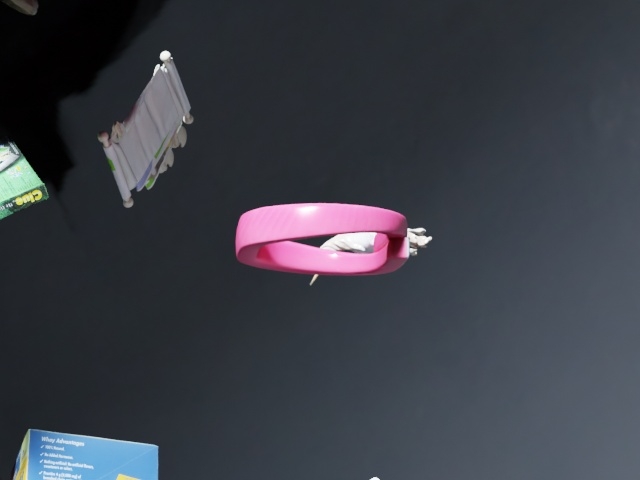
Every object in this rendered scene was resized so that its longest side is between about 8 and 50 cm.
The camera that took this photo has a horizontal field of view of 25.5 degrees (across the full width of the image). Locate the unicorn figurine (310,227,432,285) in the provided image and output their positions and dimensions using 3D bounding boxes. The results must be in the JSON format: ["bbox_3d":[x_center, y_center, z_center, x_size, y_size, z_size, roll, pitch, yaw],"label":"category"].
[{"bbox_3d":[0.068,0.005,1.923,0.111,0.060,0.162,1,-23,-35],"label":"unicorn figurine"}]

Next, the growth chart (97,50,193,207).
[{"bbox_3d":[-0.250,-0.161,2.084,0.172,0.021,0.237,81,-153,-42],"label":"growth chart"}]

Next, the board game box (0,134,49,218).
[{"bbox_3d":[-0.488,-0.084,2.062,0.136,0.030,0.259,-23,27,-14],"label":"board game box"}]

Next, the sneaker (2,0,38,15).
[{"bbox_3d":[-0.449,-0.387,1.932,0.071,0.188,0.066,-54,28,-7],"label":"sneaker"}]

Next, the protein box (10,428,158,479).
[{"bbox_3d":[-0.349,0.406,2.070,0.199,0.201,0.136,10,-41,-19],"label":"protein box"}]

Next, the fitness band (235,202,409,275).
[{"bbox_3d":[0.000,0.000,1.748,0.209,0.054,0.291,4,-10,-5],"label":"fitness band"}]

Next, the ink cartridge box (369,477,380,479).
[{"bbox_3d":[-0.026,0.534,2.019,0.385,0.091,0.308,-34,-35,-9],"label":"ink cartridge box"}]
